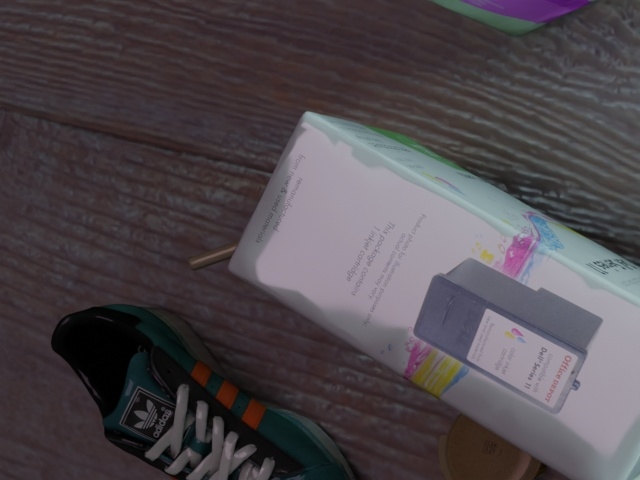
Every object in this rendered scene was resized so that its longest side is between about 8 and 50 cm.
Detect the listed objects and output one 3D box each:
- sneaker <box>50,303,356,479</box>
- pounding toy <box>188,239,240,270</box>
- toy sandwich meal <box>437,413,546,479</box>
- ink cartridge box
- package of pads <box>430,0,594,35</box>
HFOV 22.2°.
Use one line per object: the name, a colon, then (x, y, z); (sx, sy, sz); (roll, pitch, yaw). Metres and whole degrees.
sneaker: (-0.101, 0.153, 1.287); (0.302, 0.121, 0.108); (36, 105, 32)
pounding toy: (0.000, 0.000, 1.248); (0.141, 0.100, 0.130); (33, 103, 32)
toy sandwich meal: (0.127, 0.155, 1.188); (0.086, 0.029, 0.085); (-10, 69, 27)
ink cartridge box: (0.142, 0.054, 1.043); (0.353, 0.207, 0.119); (31, 100, 18)
package of pads: (0.185, -0.250, 1.073); (0.296, 0.229, 0.101); (-24, 71, 30)
